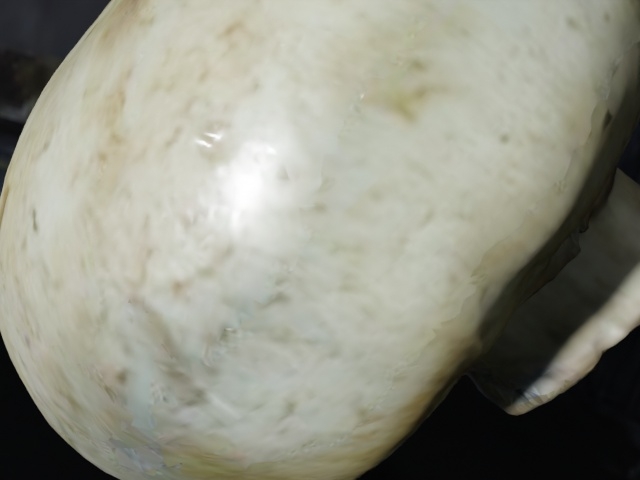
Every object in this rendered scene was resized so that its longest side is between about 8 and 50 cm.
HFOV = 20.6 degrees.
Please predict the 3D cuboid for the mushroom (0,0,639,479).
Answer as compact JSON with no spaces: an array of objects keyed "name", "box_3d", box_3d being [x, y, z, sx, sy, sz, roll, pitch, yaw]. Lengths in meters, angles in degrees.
[{"name":"mushroom","box_3d":[0.000,0.000,0.544,0.195,0.189,0.253,38,152,-9]}]
